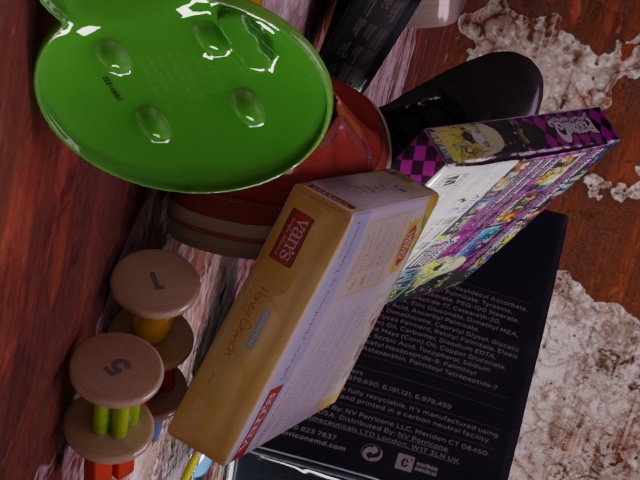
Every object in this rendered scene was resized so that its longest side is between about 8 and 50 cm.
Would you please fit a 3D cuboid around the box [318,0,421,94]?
[{"bbox_3d":[0.071,-0.251,1.558,0.220,0.051,0.175,-58,-170,38],"label":"box"}]

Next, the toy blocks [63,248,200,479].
[{"bbox_3d":[-0.114,0.096,1.062,0.148,0.054,0.123,101,7,-46],"label":"toy blocks"}]

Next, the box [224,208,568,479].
[{"bbox_3d":[0.072,0.248,2.116,0.480,0.297,0.472,100,6,-45],"label":"box"}]

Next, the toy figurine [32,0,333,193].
[{"bbox_3d":[-0.062,-0.135,0.800,0.173,0.130,0.159,60,26,-48],"label":"toy figurine"}]

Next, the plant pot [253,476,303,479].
[{"bbox_3d":[-0.033,0.336,1.658,0.195,0.290,0.290,-120,-149,-42],"label":"plant pot"}]

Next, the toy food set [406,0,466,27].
[{"bbox_3d":[0.123,-0.376,1.962,0.306,0.092,0.220,-64,158,-66],"label":"toy food set"}]

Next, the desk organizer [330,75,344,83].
[{"bbox_3d":[-0.008,-0.106,1.533,0.130,0.050,0.047,80,27,-77],"label":"desk organizer"}]

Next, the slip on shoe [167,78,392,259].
[{"bbox_3d":[-0.018,-0.075,1.236,0.331,0.123,0.101,-43,145,-70],"label":"slip on shoe"}]

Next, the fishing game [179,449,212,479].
[{"bbox_3d":[-0.077,0.116,1.516,0.189,0.041,0.264,-64,178,24],"label":"fishing game"}]

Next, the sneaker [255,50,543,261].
[{"bbox_3d":[0.066,-0.068,1.478,0.286,0.109,0.130,-35,165,-7],"label":"sneaker"}]

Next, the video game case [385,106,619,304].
[{"bbox_3d":[0.098,-0.020,1.440,0.210,0.042,0.232,-10,154,-42],"label":"video game case"}]

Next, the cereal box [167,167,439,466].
[{"bbox_3d":[-0.004,0.041,1.142,0.173,0.047,0.240,-63,167,11],"label":"cereal box"}]
